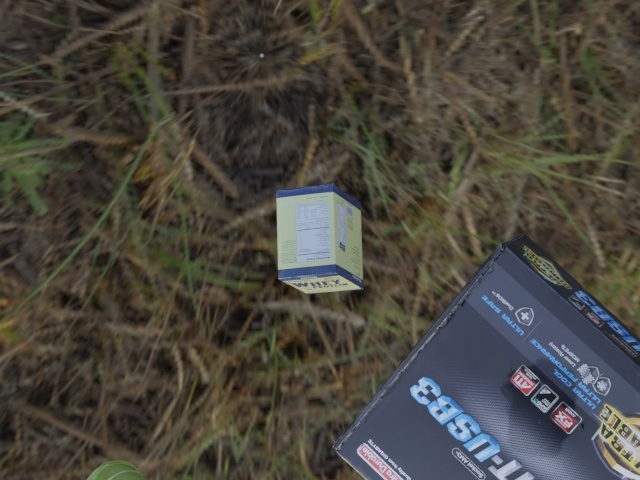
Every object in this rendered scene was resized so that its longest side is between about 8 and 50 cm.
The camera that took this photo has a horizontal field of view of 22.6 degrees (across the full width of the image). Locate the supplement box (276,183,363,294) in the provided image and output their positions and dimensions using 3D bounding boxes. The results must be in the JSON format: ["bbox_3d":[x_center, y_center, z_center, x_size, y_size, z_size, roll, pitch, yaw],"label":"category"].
[{"bbox_3d":[0.000,0.000,1.465,0.056,0.083,0.083,-6,76,19],"label":"supplement box"}]

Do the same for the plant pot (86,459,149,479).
[{"bbox_3d":[-0.176,0.258,1.534,0.083,0.079,0.083,-8,101,-44],"label":"plant pot"}]

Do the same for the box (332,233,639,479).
[{"bbox_3d":[0.207,0.198,1.576,0.295,0.073,0.293,44,114,11],"label":"box"}]
